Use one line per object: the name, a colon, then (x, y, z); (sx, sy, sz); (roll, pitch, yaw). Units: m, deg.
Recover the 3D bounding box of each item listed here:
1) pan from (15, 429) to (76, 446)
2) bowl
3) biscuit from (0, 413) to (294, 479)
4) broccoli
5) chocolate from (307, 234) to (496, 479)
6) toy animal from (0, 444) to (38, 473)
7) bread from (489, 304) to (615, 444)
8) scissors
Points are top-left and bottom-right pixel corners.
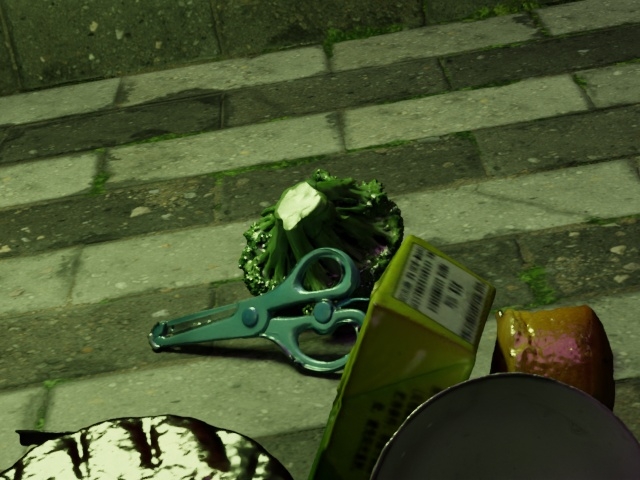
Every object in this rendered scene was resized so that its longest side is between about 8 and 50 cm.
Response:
pan: (-0.290, 0.264, 1.952); (0.235, 0.028, 0.136); (0, -6, -16)
bowl: (0.189, 0.299, 1.521); (0.313, 0.313, 0.146); (-14, -8, -9)
biscuit: (-0.219, 0.356, 1.666); (0.407, 0.091, 0.407); (-4, 31, 3)
broccoli: (0.000, 0.000, 2.238); (0.269, 0.241, 0.261); (-44, 52, -5)
chocolate: (0.093, 0.175, 1.687); (0.137, 0.289, 0.301); (20, 18, 5)
toy animal: (-0.358, 0.306, 1.872); (0.124, 0.071, 0.085); (10, 53, 19)
bread: (0.262, 0.184, 1.670); (0.142, 0.270, 0.195); (4, 56, 0)
scissors: (-0.091, 0.120, 2.135); (0.393, 0.180, 0.032); (-11, -15, 29)
